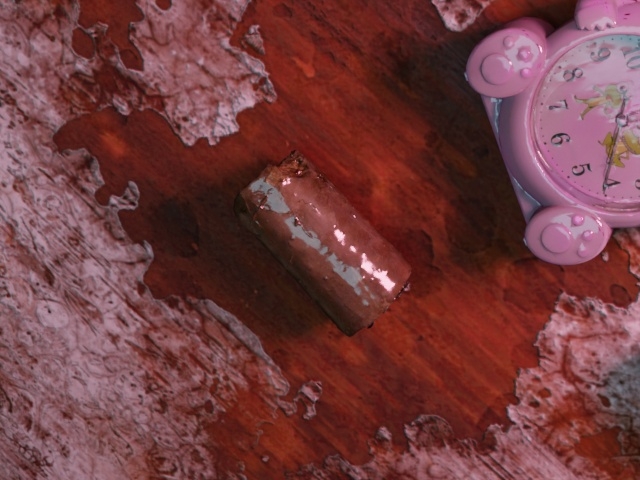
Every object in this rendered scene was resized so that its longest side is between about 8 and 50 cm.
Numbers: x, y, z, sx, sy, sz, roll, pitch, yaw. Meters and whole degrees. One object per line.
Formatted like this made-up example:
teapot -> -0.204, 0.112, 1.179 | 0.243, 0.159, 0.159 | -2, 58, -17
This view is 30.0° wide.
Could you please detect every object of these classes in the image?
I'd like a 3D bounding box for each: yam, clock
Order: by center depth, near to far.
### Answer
clock -> 0.353, -0.143, 1.350 | 0.322, 0.113, 0.295 | -16, 102, 25
yam -> 0.000, 0.000, 1.541 | 0.238, 0.128, 0.129 | 45, 85, -4
